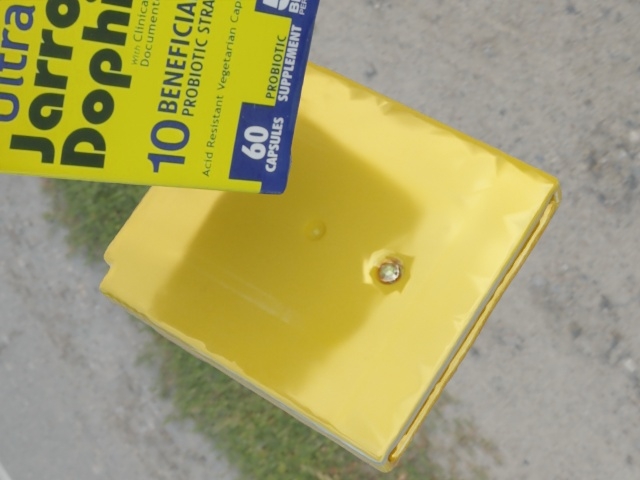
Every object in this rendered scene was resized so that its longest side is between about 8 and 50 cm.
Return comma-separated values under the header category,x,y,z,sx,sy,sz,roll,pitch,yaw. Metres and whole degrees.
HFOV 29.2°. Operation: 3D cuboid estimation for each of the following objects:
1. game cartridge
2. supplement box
category,x,y,z,sx,sy,sz,roll,pitch,yaw
game cartridge,0.000,0.000,1.071,0.323,0.285,0.053,29,167,25
supplement box,-0.199,-0.155,0.847,0.195,0.356,0.194,24,107,50
